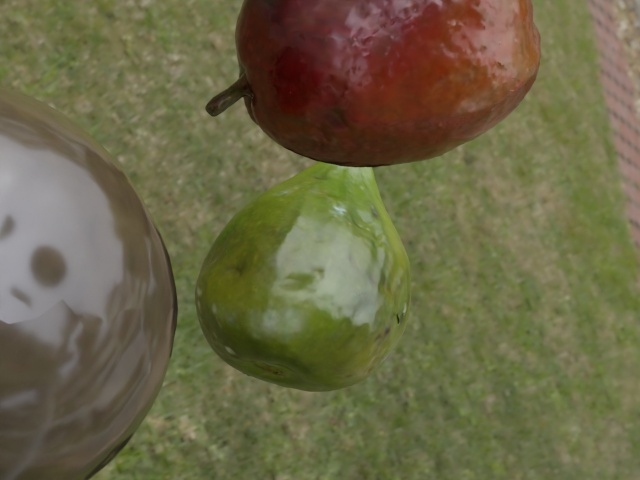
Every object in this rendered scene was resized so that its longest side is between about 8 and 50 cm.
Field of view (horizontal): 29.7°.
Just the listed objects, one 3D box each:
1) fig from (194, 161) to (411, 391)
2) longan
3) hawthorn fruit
[{"bbox_3d":[0.013,0.025,1.309,0.314,0.233,0.233,-46,109,-18],"label":"fig"},{"bbox_3d":[-0.235,0.036,0.723,0.297,0.297,0.297,32,45,-38],"label":"longan"},{"bbox_3d":[0.034,-0.151,0.936,0.261,0.224,0.224,-24,87,-18],"label":"hawthorn fruit"}]
